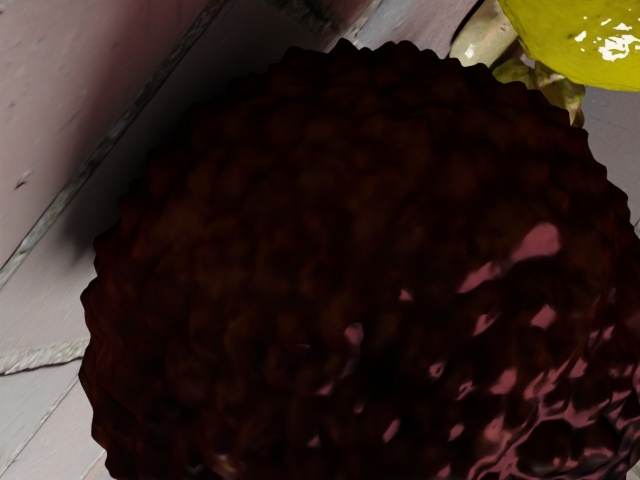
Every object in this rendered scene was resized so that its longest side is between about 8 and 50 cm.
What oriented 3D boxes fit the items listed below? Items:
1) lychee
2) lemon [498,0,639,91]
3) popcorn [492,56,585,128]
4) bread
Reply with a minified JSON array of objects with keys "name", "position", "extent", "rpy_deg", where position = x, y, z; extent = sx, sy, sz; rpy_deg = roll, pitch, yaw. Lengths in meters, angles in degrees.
[{"name":"lychee","position":[0.030,0.075,0.944],"extent":[0.424,0.425,0.500],"rpy_deg":[-56,-169,35]},{"name":"lemon","position":[0.298,-0.271,1.236],"extent":[0.268,0.268,0.322],"rpy_deg":[-40,163,-47]},{"name":"popcorn","position":[0.253,-0.157,1.621],"extent":[0.145,0.126,0.125],"rpy_deg":[52,53,-59]},{"name":"bread","position":[0.249,-0.287,1.622],"extent":[0.316,0.054,0.316],"rpy_deg":[-48,169,-12]}]
